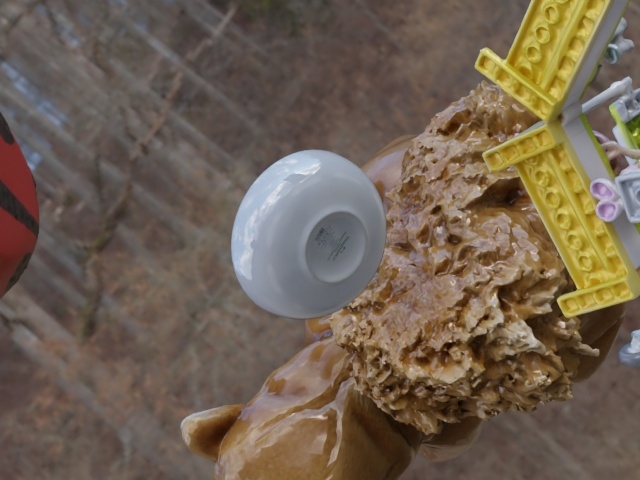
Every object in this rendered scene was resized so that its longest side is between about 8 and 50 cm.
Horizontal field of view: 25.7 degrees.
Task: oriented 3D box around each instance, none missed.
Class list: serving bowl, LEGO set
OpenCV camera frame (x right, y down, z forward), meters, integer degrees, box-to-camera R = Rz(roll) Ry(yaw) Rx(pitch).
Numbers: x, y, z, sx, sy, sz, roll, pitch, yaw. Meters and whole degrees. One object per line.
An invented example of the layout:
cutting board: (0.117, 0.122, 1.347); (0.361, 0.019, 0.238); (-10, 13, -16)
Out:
serving bowl: (0.000, 0.000, 0.666); (0.083, 0.027, 0.083); (-10, -71, -31)
LEGO set: (0.156, -0.077, 0.667); (0.107, 0.132, 0.287); (-31, -63, -39)

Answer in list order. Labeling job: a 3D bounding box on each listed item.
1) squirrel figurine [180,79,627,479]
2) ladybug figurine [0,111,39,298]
squirrel figurine: (0.064, 0.075, 1.131); (0.370, 0.281, 0.397); (-43, -12, -26)
ladybug figurine: (-0.402, -0.061, 1.358); (0.449, 0.162, 0.305); (52, -144, -64)
